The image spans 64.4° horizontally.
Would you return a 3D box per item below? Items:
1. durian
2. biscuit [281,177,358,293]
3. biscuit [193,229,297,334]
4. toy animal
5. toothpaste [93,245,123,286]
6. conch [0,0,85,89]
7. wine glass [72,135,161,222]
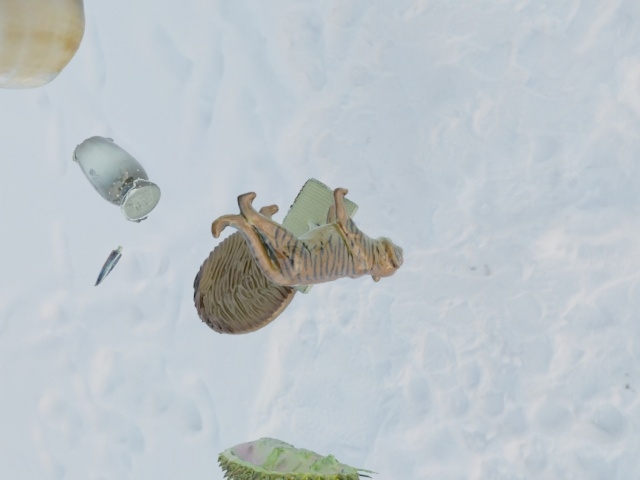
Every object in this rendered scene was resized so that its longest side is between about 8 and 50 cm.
[{"bbox_3d":[-0.082,0.465,1.027,0.351,0.169,0.158,-6,119,41],"label":"durian"},{"bbox_3d":[-0.027,-0.011,1.196,0.147,0.046,0.250,29,86,20],"label":"biscuit"},{"bbox_3d":[-0.187,0.090,1.294,0.317,0.040,0.318,-13,54,18],"label":"biscuit"},{"bbox_3d":[0.000,0.000,0.523,0.056,0.241,0.099,-32,71,45],"label":"toy animal"},{"bbox_3d":[-0.374,0.046,0.895,0.019,0.083,0.027,36,156,-24],"label":"toothpaste"},{"bbox_3d":[-0.233,-0.170,0.322,0.127,0.255,0.159,-3,114,-2],"label":"conch"},{"bbox_3d":[-0.447,-0.141,1.116,0.204,0.111,0.111,43,118,21],"label":"wine glass"}]
